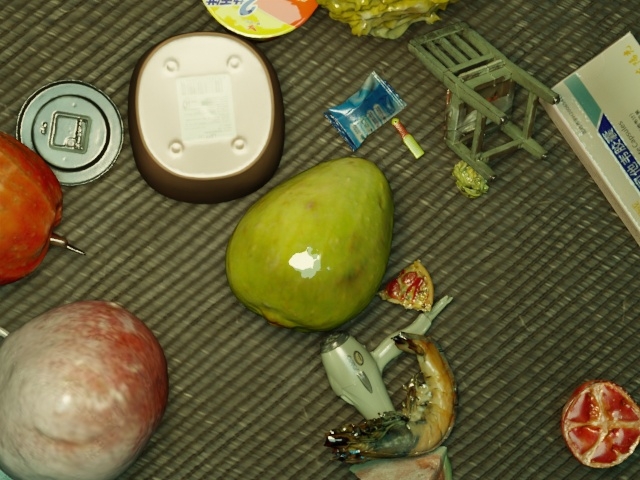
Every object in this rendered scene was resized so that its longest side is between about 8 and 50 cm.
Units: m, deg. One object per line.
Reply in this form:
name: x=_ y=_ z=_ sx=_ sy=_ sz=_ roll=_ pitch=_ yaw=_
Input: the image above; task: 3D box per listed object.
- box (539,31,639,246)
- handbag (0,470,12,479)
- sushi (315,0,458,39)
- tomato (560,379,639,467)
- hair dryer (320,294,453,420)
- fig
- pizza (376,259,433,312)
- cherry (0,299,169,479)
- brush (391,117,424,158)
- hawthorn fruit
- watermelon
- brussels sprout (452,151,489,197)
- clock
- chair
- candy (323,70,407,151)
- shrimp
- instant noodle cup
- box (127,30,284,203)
box: x=0.569 y=-0.176 z=1.913 sx=0.200 sy=0.065 sz=0.343 roll=-36 pitch=92 yaw=-5
handbag: x=-0.573 y=0.500 z=1.778 sx=0.274 sy=0.100 sz=0.269 roll=35 pitch=87 yaw=-4
sushi: x=0.122 y=-0.515 z=1.714 sx=0.240 sy=0.396 sz=0.351 roll=-14 pitch=96 yaw=36
tomato: x=0.492 y=0.326 z=1.892 sx=0.155 sy=0.069 sz=0.156 roll=0 pitch=88 yaw=-8
hair dryer: x=0.146 y=0.240 z=1.870 sx=0.267 sy=0.092 sz=0.229 roll=-17 pitch=98 yaw=-15
fig: x=0.000 y=0.000 z=1.770 sx=0.258 sy=0.258 sz=0.326 roll=37 pitch=74 yaw=-3
pizza: x=0.163 y=0.088 z=1.860 sx=0.100 sy=0.029 sz=0.099 roll=-39 pitch=54 yaw=-10
cherry: x=-0.403 y=0.262 z=1.701 sx=0.326 sy=0.335 sz=0.291 roll=-38 pitch=109 yaw=18
brush: x=0.153 y=-0.183 z=1.898 sx=0.018 sy=0.021 sz=0.083 roll=-38 pitch=98 yaw=-3
hawthorn fruit: x=-0.515 y=-0.044 z=1.721 sx=0.300 sy=0.254 sz=0.254 roll=25 pitch=87 yaw=-15
watermelon: x=0.146 y=0.466 z=1.825 sx=0.136 sy=0.202 sz=0.207 roll=-20 pitch=88 yaw=34
brussels sprout: x=0.269 y=-0.114 z=1.892 sx=0.085 sy=0.058 sz=0.085 roll=7 pitch=78 yaw=-37
clock: x=-0.431 y=-0.184 z=1.837 sx=0.184 sy=0.040 sz=0.185 roll=0 pitch=89 yaw=-6
chair: x=0.273 y=-0.243 z=1.858 sx=0.136 sy=0.147 sz=0.270 roll=-24 pitch=48 yaw=-24
candy: x=0.080 y=-0.233 z=1.886 sx=0.136 sy=0.038 sz=0.088 roll=-42 pitch=96 yaw=-14
shrimp: x=0.123 y=0.268 z=1.797 sx=0.290 sy=0.054 sz=0.222 roll=-10 pitch=101 yaw=-34
instant noodle cup: x=-0.105 y=-0.432 z=1.805 sx=0.213 sy=0.174 sz=0.213 roll=0 pitch=90 yaw=-6
box: x=-0.190 y=-0.213 z=1.774 sx=0.301 sy=0.216 sz=0.301 roll=0 pitch=87 yaw=-5
